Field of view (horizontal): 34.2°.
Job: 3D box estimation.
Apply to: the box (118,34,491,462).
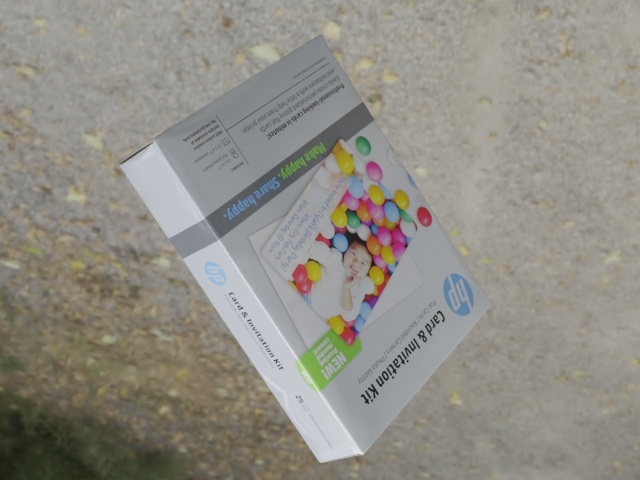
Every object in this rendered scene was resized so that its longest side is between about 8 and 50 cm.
[{"bbox_3d":[0.000,0.000,0.556,0.038,0.145,0.186,-23,102,46],"label":"box"}]
